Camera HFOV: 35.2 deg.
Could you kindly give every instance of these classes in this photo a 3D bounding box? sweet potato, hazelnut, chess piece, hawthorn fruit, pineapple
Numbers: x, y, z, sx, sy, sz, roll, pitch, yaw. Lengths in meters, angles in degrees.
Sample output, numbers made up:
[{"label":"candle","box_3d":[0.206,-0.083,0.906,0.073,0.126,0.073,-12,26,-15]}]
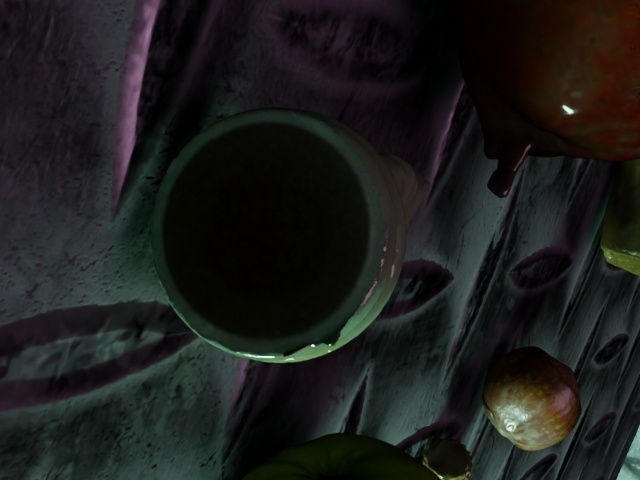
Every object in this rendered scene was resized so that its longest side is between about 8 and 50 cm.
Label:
[{"label":"sweet potato","box_3d":[0.555,-0.088,1.651,0.158,0.158,0.369,-28,130,-49]},{"label":"hazelnut","box_3d":[0.312,0.237,1.496,0.143,0.143,0.154,-47,114,-31]},{"label":"chess piece","box_3d":[0.000,0.000,0.781,0.175,0.176,0.298,-67,165,5]},{"label":"hawthorn fruit","box_3d":[0.269,-0.218,0.893,0.308,0.308,0.324,-34,149,-45]},{"label":"pineapple","box_3d":[0.182,0.332,1.436,0.074,0.074,0.159,-55,159,-18]}]

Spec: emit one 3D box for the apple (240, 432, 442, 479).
[{"label":"apple","box_3d":[0.021,0.316,0.946,0.279,0.279,0.279,-41,144,-38]}]
